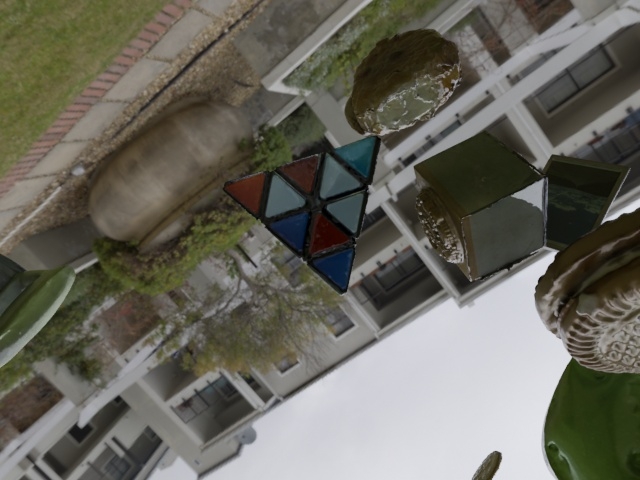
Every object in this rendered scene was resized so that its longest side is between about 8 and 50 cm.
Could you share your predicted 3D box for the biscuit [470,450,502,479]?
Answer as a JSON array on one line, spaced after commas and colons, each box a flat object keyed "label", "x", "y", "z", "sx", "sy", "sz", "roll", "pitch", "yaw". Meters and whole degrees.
[{"label": "biscuit", "x": 0.451, "y": 0.640, "z": 1.217, "sx": 0.152, "sy": 0.020, "sz": 0.152, "roll": -47, "pitch": 161, "yaw": -21}]

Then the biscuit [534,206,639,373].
[{"label": "biscuit", "x": 0.354, "y": 0.054, "z": 0.441, "sx": 0.259, "sy": 0.259, "sz": 0.079, "roll": -33, "pitch": -140, "yaw": 32}]

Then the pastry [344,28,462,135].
[{"label": "pastry", "x": 0.141, "y": -0.281, "z": 0.782, "sx": 0.229, "sy": 0.100, "sz": 0.218, "roll": 1, "pitch": -126, "yaw": 40}]

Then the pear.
[{"label": "pear", "x": 0.499, "y": 0.305, "z": 0.669, "sx": 0.318, "sy": 0.239, "sz": 0.342, "roll": -41, "pitch": -130, "yaw": 32}]

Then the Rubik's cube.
[{"label": "Rubik's cube", "x": 0.000, "y": 0.000, "z": 0.826, "sx": 0.285, "sy": 0.234, "sz": 0.250, "roll": -17, "pitch": 162, "yaw": -9}]

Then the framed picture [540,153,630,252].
[{"label": "framed picture", "x": 0.609, "y": -0.090, "z": 1.095, "sx": 0.189, "sy": 0.023, "sz": 0.259, "roll": 25, "pitch": -99, "yaw": 43}]

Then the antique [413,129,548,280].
[{"label": "antique", "x": 0.227, "y": -0.046, "z": 0.650, "sx": 0.148, "sy": 0.146, "sz": 0.151, "roll": -25, "pitch": -138, "yaw": 0}]

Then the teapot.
[{"label": "teapot", "x": -0.589, "y": 0.159, "z": 0.742, "sx": 0.239, "sy": 0.322, "sz": 0.239, "roll": -85, "pitch": -177, "yaw": -48}]
